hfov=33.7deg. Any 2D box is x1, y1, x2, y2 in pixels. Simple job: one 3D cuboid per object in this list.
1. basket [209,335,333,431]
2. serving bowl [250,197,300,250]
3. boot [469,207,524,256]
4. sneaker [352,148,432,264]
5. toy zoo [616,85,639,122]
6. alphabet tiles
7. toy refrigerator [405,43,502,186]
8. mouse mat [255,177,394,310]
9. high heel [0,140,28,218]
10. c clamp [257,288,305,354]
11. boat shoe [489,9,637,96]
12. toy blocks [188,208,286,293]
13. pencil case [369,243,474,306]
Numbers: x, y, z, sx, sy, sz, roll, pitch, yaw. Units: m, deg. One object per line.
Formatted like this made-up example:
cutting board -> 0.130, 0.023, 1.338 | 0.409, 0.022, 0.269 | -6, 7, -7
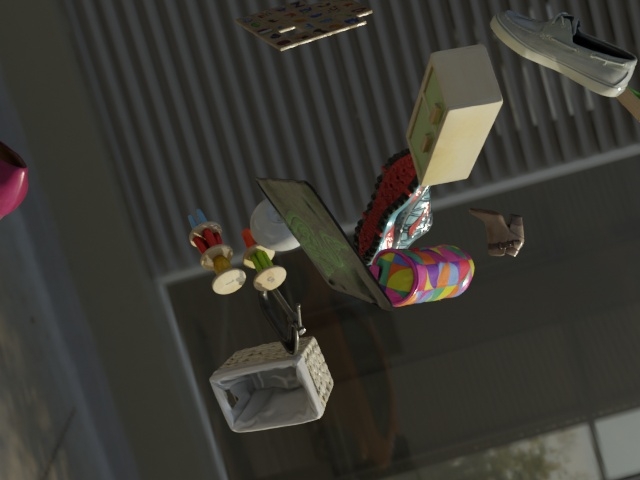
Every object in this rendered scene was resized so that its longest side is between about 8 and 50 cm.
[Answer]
basket -> -0.075, 0.230, 1.718 | 0.113, 0.167, 0.103 | 69, 24, -17
serving bowl -> -0.051, -0.028, 1.346 | 0.027, 0.083, 0.083 | 81, -5, -56
boot -> 0.344, -0.014, 2.082 | 0.042, 0.119, 0.086 | -66, 167, -76
sneaker -> 0.160, -0.066, 1.977 | 0.261, 0.125, 0.104 | -61, -138, 32
toy zoo -> 0.709, -0.198, 2.066 | 0.293, 0.030, 0.192 | 23, 27, -33
alphabet tiles -> -0.025, -0.449, 2.141 | 0.198, 0.237, 0.009 | 41, -35, 49
toy refrigerator -> 0.200, -0.189, 1.659 | 0.269, 0.094, 0.102 | 102, -24, -69
mouse mat -> 0.000, 0.000, 1.052 | 0.152, 0.007, 0.190 | 55, -12, -14
high heel -> -0.554, -0.194, 1.592 | 0.127, 0.181, 0.377 | -24, 76, -51
c clamp -> -0.061, 0.104, 1.634 | 0.160, 0.022, 0.137 | 49, -30, 45
boat shoe -> 0.370, -0.302, 1.596 | 0.079, 0.228, 0.081 | -53, 170, -53
toy blocks -> -0.133, 0.009, 1.609 | 0.148, 0.123, 0.054 | 60, -41, 36
pencil case -> 0.167, 0.056, 1.758 | 0.236, 0.104, 0.104 | -1, 73, -60
